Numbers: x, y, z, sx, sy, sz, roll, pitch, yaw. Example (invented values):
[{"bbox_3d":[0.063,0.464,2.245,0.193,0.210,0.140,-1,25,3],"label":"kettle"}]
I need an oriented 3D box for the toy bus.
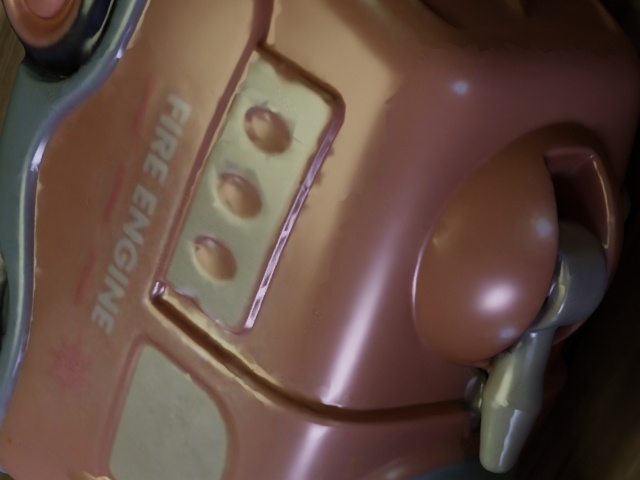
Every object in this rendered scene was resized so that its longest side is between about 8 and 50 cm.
[{"bbox_3d":[0.000,0.000,0.647,0.232,0.194,0.287,38,119,36],"label":"toy bus"}]
